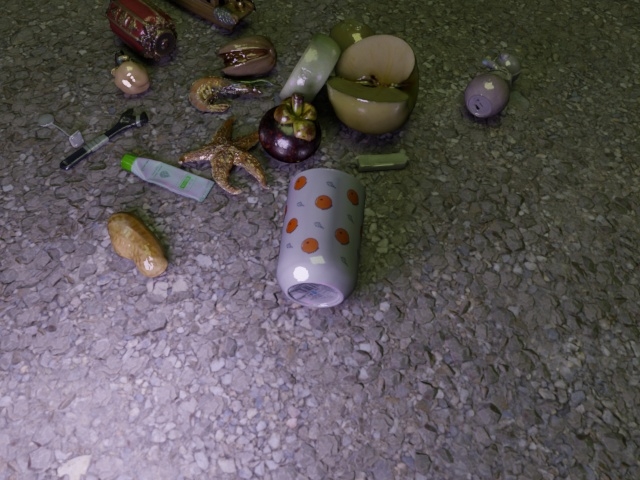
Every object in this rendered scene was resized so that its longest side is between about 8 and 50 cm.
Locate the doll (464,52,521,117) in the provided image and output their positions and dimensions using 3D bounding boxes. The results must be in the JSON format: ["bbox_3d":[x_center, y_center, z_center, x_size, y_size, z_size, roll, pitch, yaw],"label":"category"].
[{"bbox_3d":[0.587,-0.528,1.792,0.151,0.150,0.287,29,58,15],"label":"doll"}]

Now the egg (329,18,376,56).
[{"bbox_3d":[0.115,-0.677,1.859,0.164,0.164,0.201,-32,59,-20],"label":"egg"}]

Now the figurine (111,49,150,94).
[{"bbox_3d":[-0.637,-0.569,1.799,0.108,0.114,0.195,-32,50,6],"label":"figurine"}]

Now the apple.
[{"bbox_3d":[0.169,-0.467,1.681,0.258,0.233,0.294,7,66,21],"label":"apple"}]

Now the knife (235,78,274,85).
[{"bbox_3d":[-0.249,-0.541,1.836,0.184,0.022,0.025,0,87,-3],"label":"knife"}]

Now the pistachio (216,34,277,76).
[{"bbox_3d":[-0.249,-0.628,1.837,0.206,0.131,0.129,-13,100,-6],"label":"pistachio"}]

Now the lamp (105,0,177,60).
[{"bbox_3d":[-0.623,-0.748,1.869,0.177,0.177,0.274,-38,67,-23],"label":"lamp"}]

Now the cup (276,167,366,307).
[{"bbox_3d":[0.000,0.000,1.385,0.213,0.212,0.317,7,58,2],"label":"cup"}]

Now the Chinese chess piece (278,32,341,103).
[{"bbox_3d":[-0.035,-0.534,1.708,0.101,0.250,0.250,31,58,-13],"label":"Chinese chess piece"}]

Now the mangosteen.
[{"bbox_3d":[-0.087,-0.341,1.599,0.193,0.217,0.192,5,52,-7],"label":"mangosteen"}]

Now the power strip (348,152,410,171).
[{"bbox_3d":[0.181,-0.241,1.653,0.191,0.030,0.047,-4,59,-5],"label":"power strip"}]

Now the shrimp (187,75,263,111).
[{"bbox_3d":[-0.318,-0.482,1.784,0.251,0.052,0.143,2,67,8],"label":"shrimp"}]

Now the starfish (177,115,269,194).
[{"bbox_3d":[-0.266,-0.272,1.634,0.300,0.060,0.302,15,56,7],"label":"starfish"}]

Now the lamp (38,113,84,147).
[{"bbox_3d":[-0.818,-0.356,1.680,0.198,0.056,0.050,31,64,20],"label":"lamp"}]

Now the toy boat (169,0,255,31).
[{"bbox_3d":[-0.454,-0.919,1.988,0.446,0.162,0.136,31,64,16],"label":"toy boat"}]

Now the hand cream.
[{"bbox_3d":[-0.457,-0.189,1.594,0.276,0.050,0.078,21,86,6],"label":"hand cream"}]

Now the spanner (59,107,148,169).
[{"bbox_3d":[-0.680,-0.320,1.679,0.087,0.024,0.316,36,64,21],"label":"spanner"}]

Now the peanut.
[{"bbox_3d":[-0.488,0.012,1.431,0.108,0.095,0.226,-45,72,-9],"label":"peanut"}]
